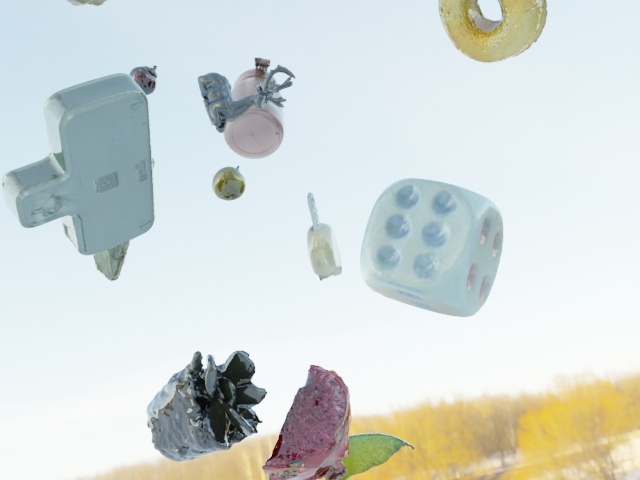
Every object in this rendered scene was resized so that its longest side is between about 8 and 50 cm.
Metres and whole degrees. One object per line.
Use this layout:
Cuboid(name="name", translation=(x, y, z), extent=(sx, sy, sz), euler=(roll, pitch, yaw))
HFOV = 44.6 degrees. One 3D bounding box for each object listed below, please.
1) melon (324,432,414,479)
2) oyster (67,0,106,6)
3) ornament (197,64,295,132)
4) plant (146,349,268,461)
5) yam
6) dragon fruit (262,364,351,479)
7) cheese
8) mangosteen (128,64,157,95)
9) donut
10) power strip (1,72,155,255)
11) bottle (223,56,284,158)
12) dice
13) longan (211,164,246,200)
Cuboid(name="melon", translation=(0.092, 0.508, 1.845), extent=(0.261, 0.114, 0.053), euler=(-15, -40, 3))
Cuboid(name="oyster", translation=(-0.398, -0.495, 1.092), extent=(0.166, 0.110, 0.341), euler=(-12, -63, -16))
Cuboid(name="ornament", translation=(-0.180, -0.387, 1.972), extent=(0.236, 0.202, 0.080), euler=(-24, -37, 4))
Cuboid(name="plant", translation=(-0.226, 0.344, 1.627), extent=(0.188, 0.199, 0.276), euler=(-5, -24, -48))
Cuboid(name="yam", translation=(-0.376, -0.049, 1.400), extent=(0.106, 0.106, 0.259), euler=(4, -60, -39))
Cuboid(name="dragon fruit", translation=(0.007, 0.411, 1.598), extent=(0.134, 0.262, 0.212), euler=(8, -41, 21))
Cuboid(name="cheese", translation=(0.001, -0.011, 2.076), extent=(0.070, 0.249, 0.163), euler=(-10, 8, 9))
Cuboid(name="mangosteen", translation=(-0.467, -0.423, 2.067), extent=(0.080, 0.081, 0.081), euler=(-11, -19, -4))
Cuboid(name="donut", translation=(0.222, -0.304, 1.028), extent=(0.152, 0.152, 0.058), euler=(-30, 11, 42))
Cuboid(name="power strip", translation=(-0.317, -0.084, 1.031), extent=(0.193, 0.059, 0.265), euler=(-26, -33, -29))
Cuboid(name="bottle", translation=(-0.184, -0.394, 2.257), extent=(0.173, 0.297, 0.206), euler=(8, -53, -7))
Cuboid(name="dice", translation=(0.265, 0.020, 1.835), extent=(0.264, 0.268, 0.262), euler=(14, -9, 29))
Cuboid(name="longan", translation=(-0.181, -0.119, 1.571), extent=(0.075, 0.083, 0.075), euler=(18, -22, 8))
